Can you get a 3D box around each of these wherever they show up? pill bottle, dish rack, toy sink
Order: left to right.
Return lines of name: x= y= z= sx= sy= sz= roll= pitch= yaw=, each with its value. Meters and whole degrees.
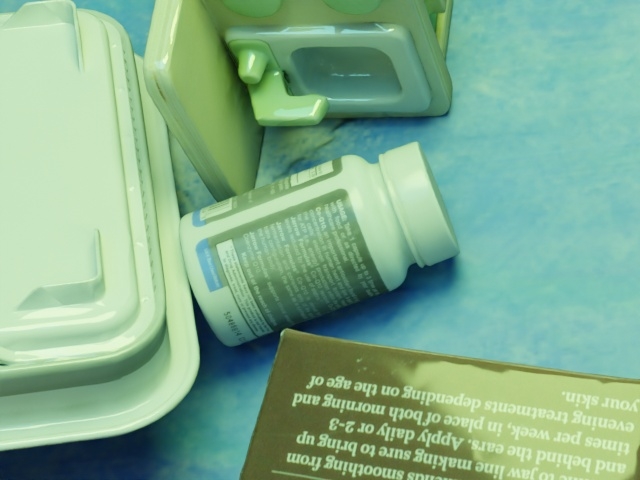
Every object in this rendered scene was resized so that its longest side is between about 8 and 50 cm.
dish rack: x=-0.218 y=-0.025 z=0.963 sx=0.286 sy=0.072 sz=0.332 roll=-6 pitch=43 yaw=-7
pill bottle: x=0.000 y=0.000 z=0.965 sx=0.137 sy=0.078 sz=0.078 roll=-20 pitch=59 yaw=7
toy sink: x=0.003 y=-0.151 z=1.002 sx=0.131 sy=0.153 sz=0.234 roll=0 pitch=62 yaw=17

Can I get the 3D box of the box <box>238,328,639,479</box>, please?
box: x=0.037 y=0.245 z=0.788 sx=0.191 sy=0.143 sz=0.381 roll=7 pitch=64 yaw=20
